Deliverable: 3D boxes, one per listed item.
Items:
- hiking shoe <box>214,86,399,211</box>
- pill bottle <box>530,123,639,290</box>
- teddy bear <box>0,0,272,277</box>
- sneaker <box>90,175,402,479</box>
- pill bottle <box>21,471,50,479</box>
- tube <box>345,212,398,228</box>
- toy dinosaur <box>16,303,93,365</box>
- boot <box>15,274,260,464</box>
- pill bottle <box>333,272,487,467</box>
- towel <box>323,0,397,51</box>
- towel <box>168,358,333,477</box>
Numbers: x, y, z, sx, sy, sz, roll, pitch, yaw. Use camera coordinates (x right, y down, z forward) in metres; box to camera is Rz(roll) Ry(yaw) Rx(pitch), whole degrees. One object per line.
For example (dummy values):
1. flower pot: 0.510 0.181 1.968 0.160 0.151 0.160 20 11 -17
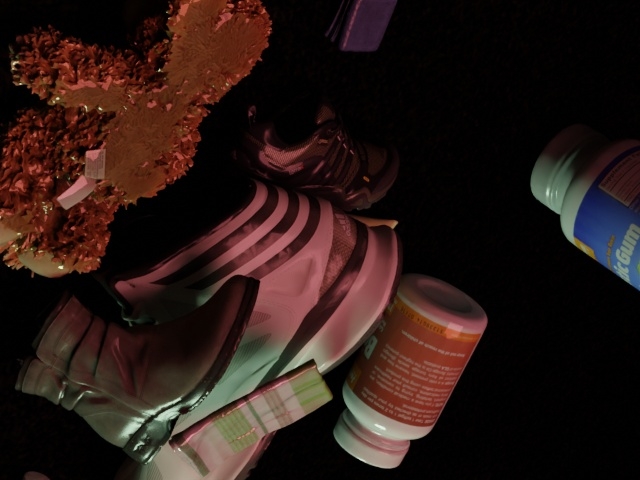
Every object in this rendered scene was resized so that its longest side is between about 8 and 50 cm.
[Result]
1. hiking shoe: 0.005 -0.094 1.599 0.227 0.086 0.114 -8 130 -43
2. pill bottle: 0.386 -0.029 1.915 0.152 0.272 0.152 -29 139 -29
3. teddy bear: -0.190 -0.104 1.381 0.245 0.113 0.338 8 123 -43
4. sneaker: -0.145 0.098 1.590 0.257 0.169 0.447 28 120 -23
5. pill bottle: -0.302 0.278 1.626 0.043 0.043 0.083 4 118 -49
6. tube: 0.000 0.000 1.709 0.070 0.062 0.240 -16 164 29
7. toy dinosaur: -0.253 0.100 1.546 0.082 0.047 0.090 -45 178 -24
8. boot: -0.173 0.093 1.438 0.246 0.161 0.083 -51 -168 33
9. pill bottle: 0.100 0.157 1.895 0.121 0.121 0.216 5 117 -49
10. towel: 0.051 -0.244 1.567 0.067 0.029 0.119 -2 122 -46
11. towel: -0.061 0.167 1.483 0.152 0.023 0.113 -29 160 -2
